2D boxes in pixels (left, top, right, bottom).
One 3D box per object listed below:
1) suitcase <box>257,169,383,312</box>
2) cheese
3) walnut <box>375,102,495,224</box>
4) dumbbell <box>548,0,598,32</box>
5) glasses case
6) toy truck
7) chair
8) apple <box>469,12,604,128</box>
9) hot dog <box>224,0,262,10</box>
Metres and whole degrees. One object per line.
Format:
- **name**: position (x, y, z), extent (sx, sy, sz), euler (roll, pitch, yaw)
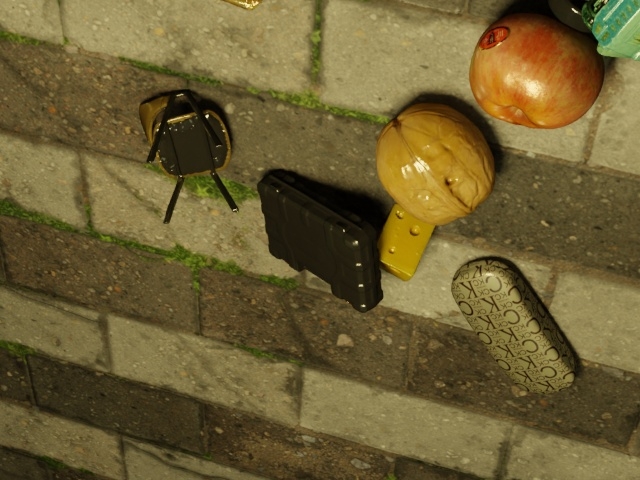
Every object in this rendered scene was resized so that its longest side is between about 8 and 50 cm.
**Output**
- **suitcase**: position (0.000, 0.000, 2.174), extent (0.285, 0.066, 0.206), euler (31, 145, 36)
- **cheese**: position (0.147, 0.028, 2.225), extent (0.093, 0.126, 0.171), euler (24, 157, 2)
- **walnut**: position (0.199, -0.131, 1.964), extent (0.193, 0.193, 0.226), euler (-16, 124, 34)
- **dumbbell**: position (0.424, -0.404, 1.660), extent (0.100, 0.100, 0.191), euler (29, 137, -5)
- **glasses case**: position (0.387, 0.176, 2.247), extent (0.137, 0.085, 0.355), euler (-18, 122, 35)
- **toy truck**: position (0.514, -0.322, 1.600), extent (0.278, 0.156, 0.155), euler (-4, 146, -36)
- **chair**: position (-0.257, -0.174, 2.132), extent (0.172, 0.247, 0.159), euler (-10, 132, 0)
- **apple**: position (0.333, -0.262, 1.767), extent (0.209, 0.164, 0.209), euler (24, 179, 0)
- **hot dog**: position (-0.194, -0.457, 1.914), extent (0.215, 0.047, 0.066), euler (28, 100, -5)
